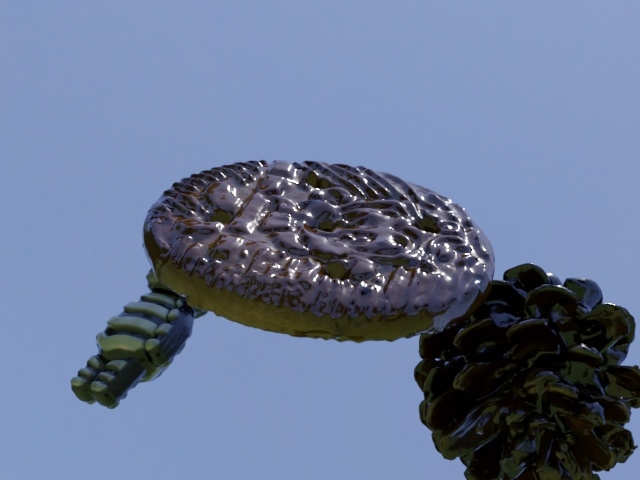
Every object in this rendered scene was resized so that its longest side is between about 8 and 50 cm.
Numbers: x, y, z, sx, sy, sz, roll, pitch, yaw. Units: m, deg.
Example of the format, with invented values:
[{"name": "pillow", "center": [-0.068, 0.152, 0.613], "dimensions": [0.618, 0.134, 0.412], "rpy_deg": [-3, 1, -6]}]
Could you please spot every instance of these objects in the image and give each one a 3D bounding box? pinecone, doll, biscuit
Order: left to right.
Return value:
[{"name": "doll", "center": [-0.119, 0.048, 1.179], "dimensions": [0.091, 0.219, 0.067], "rpy_deg": [1, -48, 50]}, {"name": "biscuit", "center": [0.000, -0.001, 0.762], "dimensions": [0.188, 0.188, 0.027], "rpy_deg": [17, -63, 17]}, {"name": "pinecone", "center": [0.123, 0.085, 0.822], "dimensions": [0.140, 0.121, 0.140], "rpy_deg": [-3, -60, -6]}]
